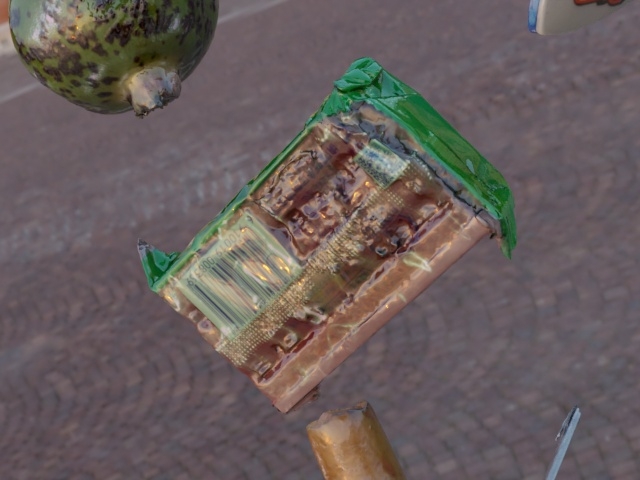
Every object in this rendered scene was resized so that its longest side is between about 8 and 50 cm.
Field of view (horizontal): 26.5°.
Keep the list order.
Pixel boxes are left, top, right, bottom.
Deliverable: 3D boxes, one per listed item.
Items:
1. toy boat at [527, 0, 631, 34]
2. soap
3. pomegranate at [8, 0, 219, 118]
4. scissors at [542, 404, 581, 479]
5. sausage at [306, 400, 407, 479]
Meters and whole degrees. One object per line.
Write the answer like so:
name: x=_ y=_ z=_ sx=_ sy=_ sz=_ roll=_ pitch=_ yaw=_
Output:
toy boat: x=0.251 y=-0.262 z=0.996 sx=0.295 sy=0.129 sz=0.088 roll=-49 pitch=43 yaw=-3
soap: x=-0.001 y=0.001 z=1.088 sx=0.273 sy=0.218 sz=0.098 roll=-45 pitch=6 yaw=28
pomegranate: x=-0.241 y=-0.259 z=1.609 sx=0.254 sy=0.270 sz=0.254 roll=-22 pitch=-17 yaw=-7
scissors: x=0.207 y=0.305 z=1.405 sx=0.029 sy=0.191 sz=0.360 roll=26 pitch=53 yaw=6
sausage: x=0.069 y=0.336 z=1.697 sx=0.109 sy=0.270 sz=0.109 roll=-22 pitch=-9 yaw=-4
